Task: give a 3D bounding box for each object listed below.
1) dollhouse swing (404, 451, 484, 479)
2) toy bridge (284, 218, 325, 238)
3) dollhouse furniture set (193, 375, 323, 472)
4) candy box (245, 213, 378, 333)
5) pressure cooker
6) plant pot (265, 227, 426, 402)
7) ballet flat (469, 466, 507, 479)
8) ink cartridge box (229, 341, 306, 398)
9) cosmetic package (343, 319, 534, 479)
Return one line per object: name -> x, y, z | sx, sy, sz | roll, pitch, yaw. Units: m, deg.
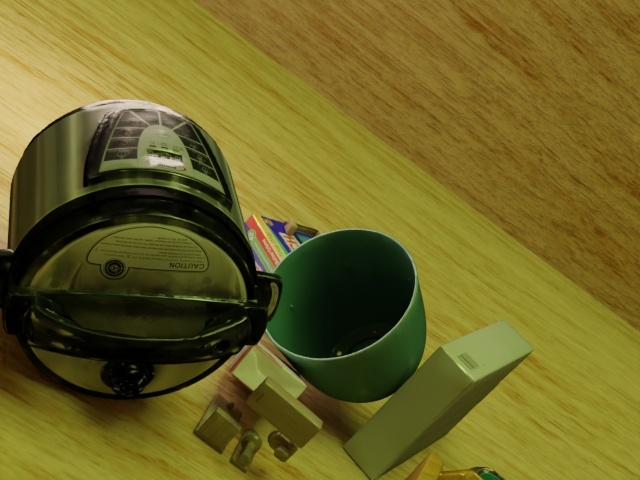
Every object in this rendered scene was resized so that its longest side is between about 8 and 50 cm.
dollhouse swing -> 0.201, 0.542, 1.413 | 0.347, 0.315, 0.305 | 43, 1, 5
toy bridge -> 0.000, 0.000, 2.144 | 0.188, 0.026, 0.063 | 29, 19, -22
dollhouse furniture set -> -0.089, 0.278, 1.607 | 0.144, 0.151, 0.123 | 41, 21, -5
candy box -> -0.016, 0.096, 2.127 | 0.317, 0.122, 0.268 | 16, 32, -45
pressure cooker -> -0.278, 0.031, 1.487 | 0.375, 0.370, 0.420 | 55, 10, -37
plant pot -> 0.065, 0.163, 1.835 | 0.293, 0.293, 0.235 | 63, -1, 45
ballet flat -> 0.391, 0.531, 2.034 | 0.221, 0.077, 0.079 | 37, 2, -7
ink cartridge box -> -0.094, 0.229, 1.714 | 0.115, 0.067, 0.198 | 40, -5, -4
cosmetic package -> 0.238, 0.301, 1.925 | 0.097, 0.284, 0.377 | 46, 21, 18
